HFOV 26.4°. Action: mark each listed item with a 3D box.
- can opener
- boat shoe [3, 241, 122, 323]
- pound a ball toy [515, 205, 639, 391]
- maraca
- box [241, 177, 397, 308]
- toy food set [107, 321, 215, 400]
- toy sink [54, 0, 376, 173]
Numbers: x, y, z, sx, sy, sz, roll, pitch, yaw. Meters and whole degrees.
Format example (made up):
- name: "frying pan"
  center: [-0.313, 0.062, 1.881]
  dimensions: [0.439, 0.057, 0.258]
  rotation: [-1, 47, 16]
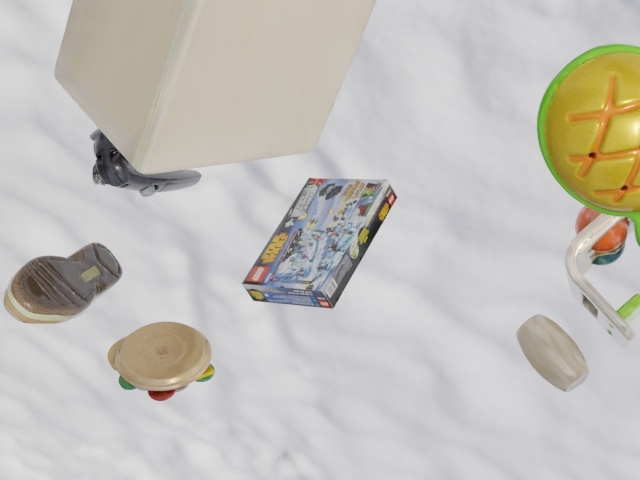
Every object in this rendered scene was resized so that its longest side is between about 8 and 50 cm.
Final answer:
- name: "can opener"
  center: [-0.135, -0.063, 1.117]
  dimensions: [0.073, 0.059, 0.186]
  rotation: [-6, 175, 11]
- name: "boat shoe"
  center: [-0.262, 0.056, 1.339]
  dimensions: [0.068, 0.072, 0.190]
  rotation: [55, -161, 5]
- name: "pound a ball toy"
  center: [0.289, 0.045, 1.416]
  dimensions: [0.136, 0.208, 0.319]
  rotation: [50, -175, 13]
- name: "maraca"
  center: [0.250, -0.071, 1.067]
  dimensions: [0.185, 0.127, 0.099]
  rotation: [42, -167, -18]
- name: "box"
  center: [0.000, 0.000, 1.238]
  dimensions: [0.094, 0.137, 0.027]
  rotation: [4, 140, 38]
- name: "toy food set"
  center: [-0.131, 0.099, 1.131]
  dimensions: [0.082, 0.083, 0.020]
  rotation: [50, 151, 44]
- name: "toy sink"
  center: [-0.059, -0.180, 0.894]
  dimensions: [0.131, 0.152, 0.234]
  rotation: [46, 130, 31]
